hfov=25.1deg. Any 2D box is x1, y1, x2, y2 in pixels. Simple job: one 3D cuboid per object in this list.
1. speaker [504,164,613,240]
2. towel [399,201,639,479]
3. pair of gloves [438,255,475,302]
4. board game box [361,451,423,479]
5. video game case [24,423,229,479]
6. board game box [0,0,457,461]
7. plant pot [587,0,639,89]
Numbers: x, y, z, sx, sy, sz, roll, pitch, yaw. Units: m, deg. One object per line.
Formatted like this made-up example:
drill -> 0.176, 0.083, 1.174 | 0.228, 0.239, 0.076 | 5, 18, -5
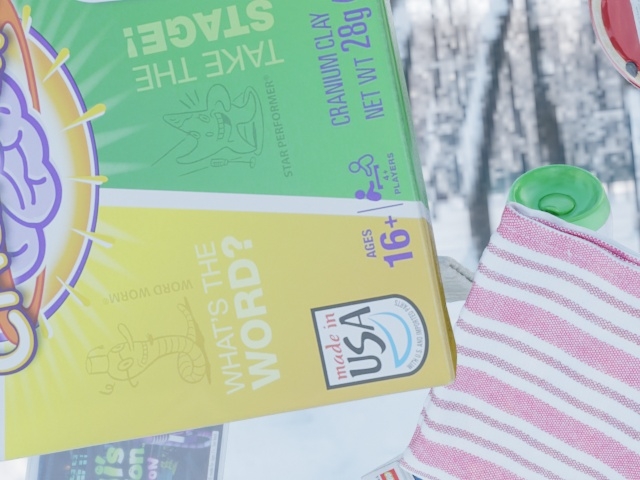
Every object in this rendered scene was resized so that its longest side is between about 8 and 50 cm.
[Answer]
speaker -> 0.284, 0.057, 1.710 | 0.131, 0.296, 0.131 | -6, 40, 5
towel -> 0.133, 0.087, 0.789 | 0.144, 0.197, 0.029 | 26, 31, 13
pair of gloves -> 0.000, 0.000, 1.186 | 0.204, 0.042, 0.240 | -9, -30, 45
board game box -> 0.171, 0.280, 1.473 | 0.053, 0.193, 0.305 | -30, -8, 30
video game case -> -0.164, 0.186, 1.231 | 0.173, 0.190, 0.022 | 5, 4, -24
board game box -> -0.119, -0.033, 0.601 | 0.317, 0.242, 0.064 | -11, 8, 8
plant pot -> 0.351, -0.230, 1.312 | 0.174, 0.191, 0.191 | -28, 12, -25
